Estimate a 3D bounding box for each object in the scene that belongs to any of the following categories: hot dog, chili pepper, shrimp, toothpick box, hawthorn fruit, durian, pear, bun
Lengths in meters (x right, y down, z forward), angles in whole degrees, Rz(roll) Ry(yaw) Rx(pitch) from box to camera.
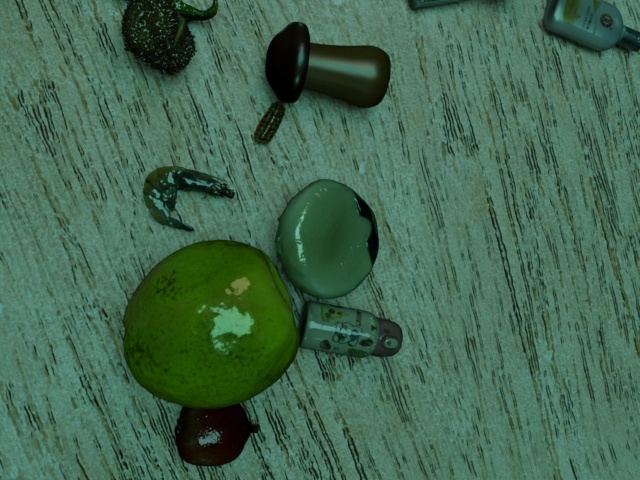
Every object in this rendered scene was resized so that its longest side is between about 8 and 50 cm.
[{"bbox_3d":[-0.125,-0.294,1.671,0.049,0.037,0.122,27,82,-12],"label":"hot dog"},{"bbox_3d":[-0.420,-0.602,1.613,0.358,0.076,0.085,16,97,-6],"label":"chili pepper"},{"bbox_3d":[-0.319,-0.099,1.612,0.217,0.051,0.150,9,87,-4],"label":"shrimp"},{"bbox_3d":[0.013,-0.418,1.640,0.294,0.192,0.192,7,84,-17],"label":"toothpick box"},{"bbox_3d":[-0.236,0.438,1.529,0.188,0.169,0.169,12,83,-14],"label":"hawthorn fruit"},{"bbox_3d":[-0.369,-0.474,1.548,0.196,0.196,0.167,43,107,-6],"label":"durian"},{"bbox_3d":[-0.240,0.186,1.447,0.390,0.391,0.392,1,85,-12],"label":"pear"},{"bbox_3d":[0.000,0.000,1.614,0.283,0.179,0.284,-1,91,-33],"label":"bun"}]

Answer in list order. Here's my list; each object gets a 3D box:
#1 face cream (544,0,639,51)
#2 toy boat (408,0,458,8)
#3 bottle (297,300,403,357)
[{"bbox_3d":[0.769,-0.603,1.869,0.291,0.071,0.144,21,82,-10],"label":"face cream"},{"bbox_3d":[0.359,-0.675,1.779,0.260,0.085,0.078,-17,88,-13],"label":"toy boat"},{"bbox_3d":[0.077,0.223,1.631,0.253,0.120,0.121,10,84,-10],"label":"bottle"}]
